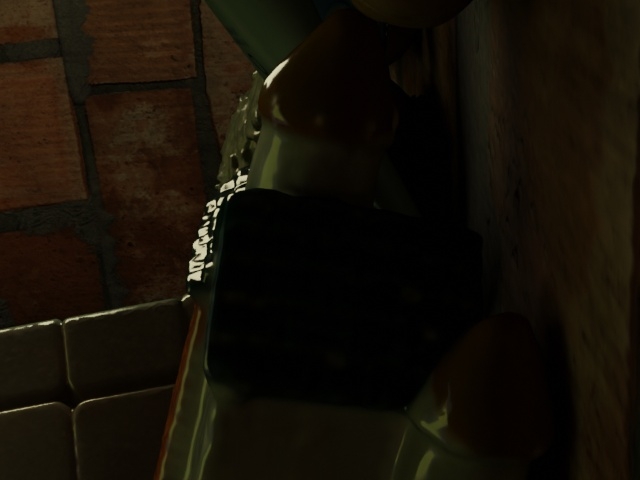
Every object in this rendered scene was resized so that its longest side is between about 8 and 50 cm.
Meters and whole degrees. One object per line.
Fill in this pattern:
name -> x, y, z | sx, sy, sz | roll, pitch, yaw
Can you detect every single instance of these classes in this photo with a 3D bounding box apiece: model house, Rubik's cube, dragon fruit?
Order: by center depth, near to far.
model house -> 0.025, 0.045, 0.531 | 0.271, 0.190, 0.301 | -91, 11, -66
dragon fruit -> 0.049, -0.047, 0.776 | 0.127, 0.120, 0.161 | -49, 5, -31
Rubik's cube -> -0.136, 0.262, 0.986 | 0.322, 0.316, 0.319 | 91, 168, -56

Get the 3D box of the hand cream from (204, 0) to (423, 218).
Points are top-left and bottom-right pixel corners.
hand cream -> -0.004, -0.091, 0.621 | 0.321, 0.067, 0.109 | 57, 171, -22

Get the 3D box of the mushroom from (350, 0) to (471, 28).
mushroom -> 0.030, -0.200, 0.560 | 0.351, 0.095, 0.123 | -98, 23, -61

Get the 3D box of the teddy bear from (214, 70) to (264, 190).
teddy bear -> -0.012, -0.132, 1.397 | 0.367, 0.224, 0.357 | 126, 144, -65

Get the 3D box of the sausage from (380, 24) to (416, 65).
sausage -> 0.018, -0.183, 0.905 | 0.270, 0.109, 0.109 | -85, -10, -80

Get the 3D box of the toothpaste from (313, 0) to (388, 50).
toothpaste -> 0.016, -0.245, 0.741 | 0.053, 0.066, 0.272 | 176, 96, -85

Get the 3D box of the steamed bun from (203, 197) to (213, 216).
steamed bun -> -0.023, 0.054, 1.245 | 0.155, 0.200, 0.250 | -16, -88, -73
